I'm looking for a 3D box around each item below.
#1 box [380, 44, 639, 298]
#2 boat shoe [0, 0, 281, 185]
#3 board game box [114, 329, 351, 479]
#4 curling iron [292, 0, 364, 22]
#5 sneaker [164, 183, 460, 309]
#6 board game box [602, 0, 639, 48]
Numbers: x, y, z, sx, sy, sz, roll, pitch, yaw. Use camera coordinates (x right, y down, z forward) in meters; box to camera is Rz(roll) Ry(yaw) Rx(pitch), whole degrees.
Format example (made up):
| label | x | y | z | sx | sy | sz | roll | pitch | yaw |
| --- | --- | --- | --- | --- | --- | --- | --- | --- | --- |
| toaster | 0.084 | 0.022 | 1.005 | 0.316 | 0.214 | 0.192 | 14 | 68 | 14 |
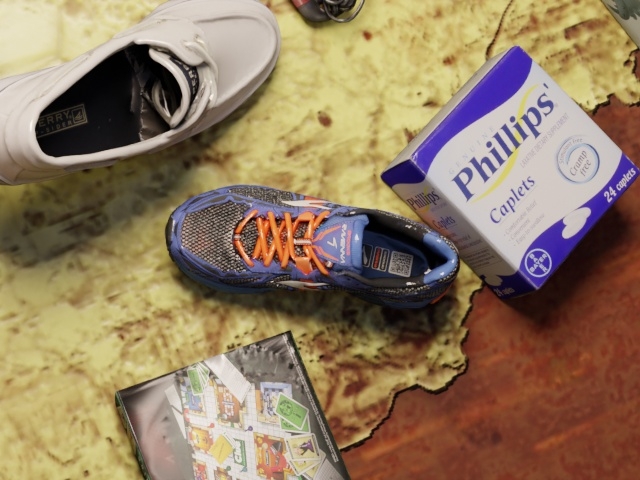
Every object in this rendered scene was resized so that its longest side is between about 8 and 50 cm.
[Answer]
| label | x | y | z | sx | sy | sz | roll | pitch | yaw |
| --- | --- | --- | --- | --- | --- | --- | --- | --- | --- |
| box | 0.140 | -0.049 | 1.264 | 0.137 | 0.072 | 0.126 | 44 | 75 | -5 |
| boat shoe | -0.113 | -0.106 | 1.154 | 0.268 | 0.088 | 0.096 | -22 | 107 | -40 |
| board game box | -0.035 | 0.203 | 1.182 | 0.136 | 0.030 | 0.259 | -18 | 74 | -18 |
| curling iron | -0.057 | -0.274 | 1.258 | 0.068 | 0.035 | 0.274 | -41 | 95 | -19 |
| sneaker | 0.000 | 0.000 | 1.214 | 0.221 | 0.087 | 0.083 | 4 | 82 | -14 |
| board game box | 0.295 | -0.281 | 1.319 | 0.224 | 0.097 | 0.303 | -41 | 94 | -15 |
